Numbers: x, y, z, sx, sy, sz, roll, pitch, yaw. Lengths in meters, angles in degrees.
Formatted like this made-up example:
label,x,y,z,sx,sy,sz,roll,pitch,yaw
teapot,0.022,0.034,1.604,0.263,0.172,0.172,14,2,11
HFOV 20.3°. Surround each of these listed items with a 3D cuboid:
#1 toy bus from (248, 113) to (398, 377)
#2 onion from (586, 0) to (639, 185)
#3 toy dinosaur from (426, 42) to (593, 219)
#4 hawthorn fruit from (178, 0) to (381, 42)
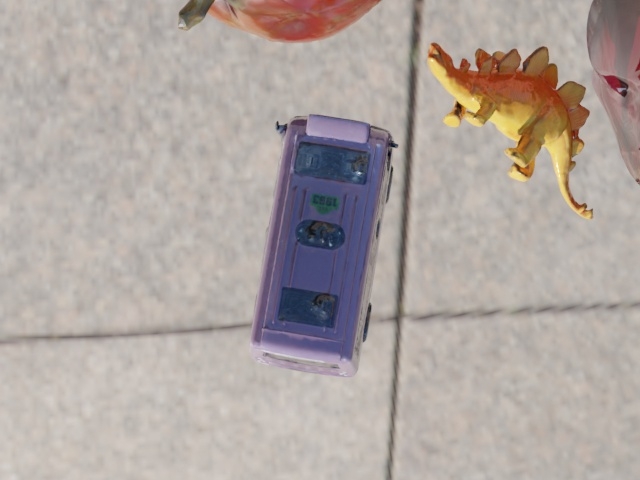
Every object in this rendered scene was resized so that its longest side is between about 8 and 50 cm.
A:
label,x,y,z,sx,sy,sz,roll,pitch,yaw
toy bus,0.000,0.000,1.375,0.096,0.199,0.108,9,172,3
onion,0.504,-0.206,1.817,0.420,0.398,0.398,-31,149,-43
toy dinosaur,0.201,-0.123,1.714,0.288,0.070,0.117,34,78,-36
hawthorn fruit,-0.033,-0.298,1.489,0.275,0.275,0.300,40,80,-35
